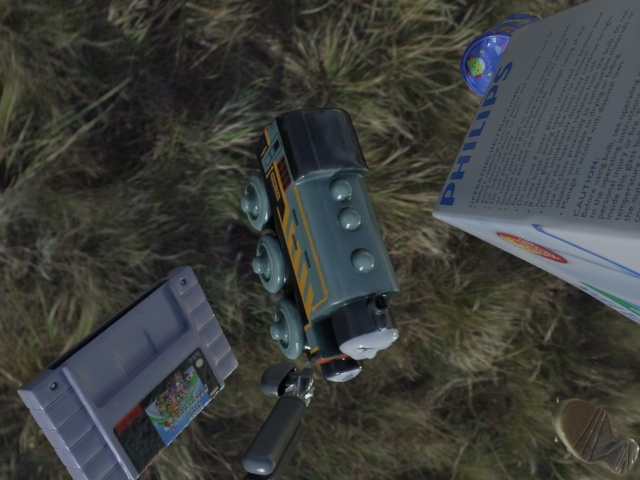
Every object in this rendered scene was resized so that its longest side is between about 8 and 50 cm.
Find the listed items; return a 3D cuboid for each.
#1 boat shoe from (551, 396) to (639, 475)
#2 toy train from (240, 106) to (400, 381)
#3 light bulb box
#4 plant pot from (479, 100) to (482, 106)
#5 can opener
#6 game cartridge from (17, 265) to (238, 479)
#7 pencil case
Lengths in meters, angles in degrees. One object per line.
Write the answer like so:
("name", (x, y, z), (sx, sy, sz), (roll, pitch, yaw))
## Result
("boat shoe", (0.520, 0.381, 1.323), (0.285, 0.089, 0.104), (40, 80, -33))
("toy train", (0.000, 0.000, 0.827), (0.142, 0.190, 0.333), (-7, 70, -24))
("light bulb box", (0.353, -0.037, 0.577), (0.358, 0.361, 0.225), (26, 87, -16))
("plant pot", (0.511, -0.249, 1.476), (0.212, 0.187, 0.212), (-18, 88, -39))
("can opener", (-0.072, 0.269, 1.017), (0.095, 0.283, 0.075), (7, 109, 14))
("game cartridge", (-0.290, 0.226, 1.116), (0.355, 0.068, 0.230), (-44, 114, -47))
("pencil case", (0.359, -0.352, 1.268), (0.306, 0.133, 0.119), (-46, 130, -55))
